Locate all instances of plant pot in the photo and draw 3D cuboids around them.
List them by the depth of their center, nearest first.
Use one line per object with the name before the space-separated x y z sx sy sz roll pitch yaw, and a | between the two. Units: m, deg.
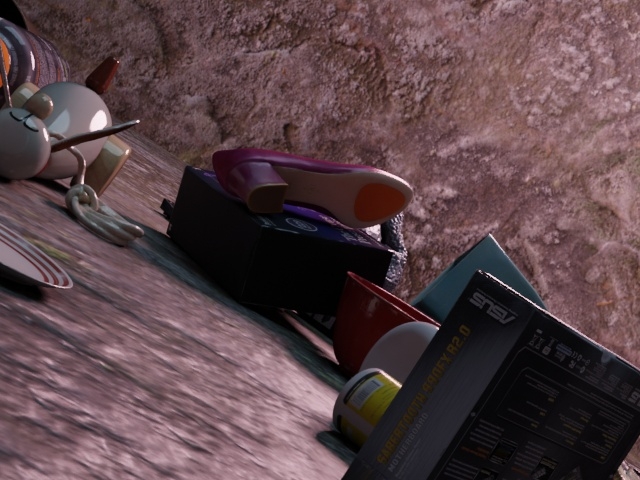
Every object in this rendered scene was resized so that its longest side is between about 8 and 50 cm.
plant pot | 0.260 0.146 2.197 0.234 0.165 0.165 48 -21 2

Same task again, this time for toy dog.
toy dog | -0.278 -0.138 1.568 0.220 0.161 0.333 31 3 -23

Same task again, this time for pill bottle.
pill bottle | 0.069 0.159 1.166 0.116 0.065 0.065 35 4 38
pill bottle | 0.141 0.165 1.317 0.215 0.117 0.117 31 3 -35
pill bottle | -0.403 -0.210 1.780 0.130 0.130 0.245 32 2 4

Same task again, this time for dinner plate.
dinner plate | -0.241 0.001 1.016 0.141 0.017 0.141 31 3 -2

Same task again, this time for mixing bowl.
mixing bowl | 0.083 0.124 1.603 0.181 0.098 0.181 32 3 -2

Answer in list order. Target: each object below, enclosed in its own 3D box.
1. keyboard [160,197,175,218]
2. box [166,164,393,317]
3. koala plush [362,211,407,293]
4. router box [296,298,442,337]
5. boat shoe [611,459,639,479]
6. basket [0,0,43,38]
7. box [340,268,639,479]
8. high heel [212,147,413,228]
keyboard | -0.160 -0.009 2.093 0.180 0.023 0.108 31 9 -40
box | -0.056 0.002 1.755 0.184 0.103 0.261 8 14 -29
koala plush | 0.000 0.000 2.066 0.221 0.196 0.203 24 48 -48
router box | 0.134 0.148 1.925 0.243 0.081 0.309 33 3 32
boat shoe | 0.354 0.306 1.686 0.073 0.080 0.223 37 5 -27
basket | -0.500 -0.296 2.129 0.204 0.154 0.227 30 -1 5
box | 0.129 0.139 0.975 0.056 0.183 0.231 36 5 39
high heel | -0.009 -0.073 1.716 0.244 0.082 0.117 -4 32 -29
